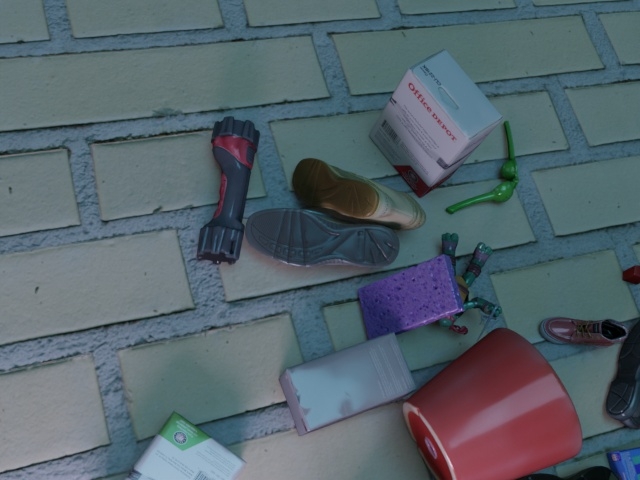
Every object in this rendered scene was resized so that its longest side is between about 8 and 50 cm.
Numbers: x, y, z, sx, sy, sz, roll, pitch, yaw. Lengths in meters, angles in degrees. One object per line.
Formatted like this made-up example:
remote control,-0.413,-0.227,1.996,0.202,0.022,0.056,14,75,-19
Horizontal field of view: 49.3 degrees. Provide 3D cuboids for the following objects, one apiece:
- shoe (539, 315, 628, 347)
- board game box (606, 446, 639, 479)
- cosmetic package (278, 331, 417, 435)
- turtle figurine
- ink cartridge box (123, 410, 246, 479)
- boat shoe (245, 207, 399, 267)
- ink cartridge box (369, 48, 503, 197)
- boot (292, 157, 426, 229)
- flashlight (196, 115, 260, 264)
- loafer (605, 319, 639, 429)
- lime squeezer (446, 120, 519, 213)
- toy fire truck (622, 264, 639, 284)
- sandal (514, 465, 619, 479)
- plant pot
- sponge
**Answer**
shoe,0.578,0.195,1.528,0.177,0.081,0.064,11,66,-10
board game box,0.721,0.508,1.457,0.210,0.047,0.160,-3,69,-15
cosmetic package,0.051,0.278,1.351,0.237,0.107,0.127,-15,72,-16
turtle figurine,0.288,0.101,1.474,0.175,0.118,0.234,29,54,-12
ink cartridge box,-0.258,0.437,1.211,0.160,0.093,0.219,35,65,2
boat shoe,0.002,-0.002,1.461,0.320,0.103,0.118,4,90,-7
ink cartridge box,0.241,-0.248,1.514,0.114,0.273,0.197,-34,80,-23
boot,0.082,-0.097,1.503,0.203,0.261,0.095,12,99,-46
flashlight,-0.198,-0.103,1.448,0.103,0.103,0.304,14,70,-13
loafer,0.709,0.284,1.529,0.084,0.096,0.268,36,73,-18
lime squeezer,0.420,-0.154,1.654,0.109,0.059,0.310,22,62,29
toy fire truck,0.804,0.141,1.625,0.191,0.047,0.135,14,66,-8
sandal,0.476,0.520,1.376,0.302,0.086,0.120,4,61,-29
plant pot,0.307,0.338,1.320,0.243,0.275,0.275,-25,76,-12
sponge,0.178,0.119,1.407,0.031,0.210,0.117,16,55,-53
